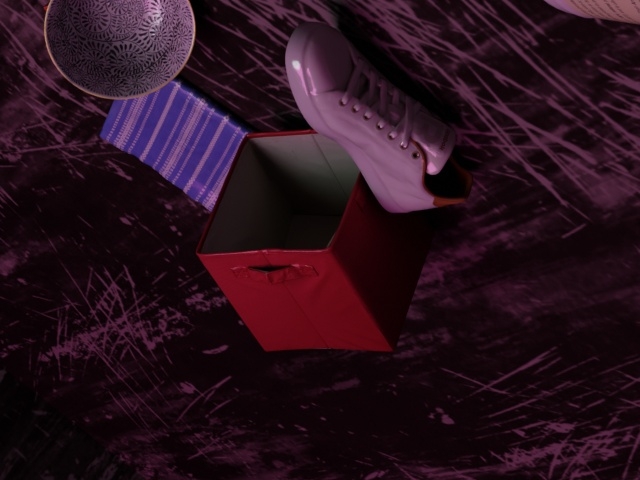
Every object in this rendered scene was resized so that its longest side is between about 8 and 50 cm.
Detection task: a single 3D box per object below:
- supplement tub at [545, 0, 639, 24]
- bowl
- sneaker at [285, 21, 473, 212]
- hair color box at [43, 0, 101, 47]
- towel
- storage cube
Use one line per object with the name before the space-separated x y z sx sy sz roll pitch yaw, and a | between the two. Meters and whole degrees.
supplement tub | 0.273 -0.264 1.290 0.325 0.235 0.235 15 149 36
bowl | -0.230 -0.253 2.073 0.170 0.170 0.080 47 -169 -26
sneaker | 0.075 -0.136 1.946 0.123 0.106 0.290 0 147 37
hair color box | -0.252 -0.252 2.150 0.141 0.072 0.043 47 153 -25
towel | -0.128 -0.091 2.330 0.336 0.040 0.243 35 155 -2
storage cube | 0.000 0.000 2.120 0.183 0.215 0.193 -2 139 29
